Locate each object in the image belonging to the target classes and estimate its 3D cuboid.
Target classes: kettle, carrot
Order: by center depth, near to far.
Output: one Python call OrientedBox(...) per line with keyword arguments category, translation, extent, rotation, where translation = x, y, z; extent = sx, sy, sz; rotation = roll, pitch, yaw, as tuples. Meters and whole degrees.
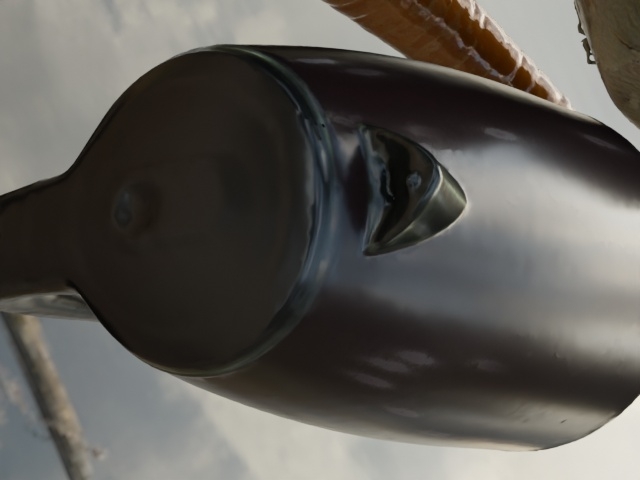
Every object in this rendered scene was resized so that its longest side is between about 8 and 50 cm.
OrientedBox(category="kettle", translation=(0.000, 0.000, 0.606), extent=(0.232, 0.202, 0.144), rotation=(14, 76, -54))
OrientedBox(category="carrot", translation=(0.043, -0.119, 0.821), extent=(0.271, 0.066, 0.062), rotation=(32, 76, -36))

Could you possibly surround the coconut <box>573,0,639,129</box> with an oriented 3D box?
OrientedBox(category="coconut", translation=(0.195, -0.113, 0.747), extent=(0.171, 0.171, 0.183), rotation=(43, 27, -39))
